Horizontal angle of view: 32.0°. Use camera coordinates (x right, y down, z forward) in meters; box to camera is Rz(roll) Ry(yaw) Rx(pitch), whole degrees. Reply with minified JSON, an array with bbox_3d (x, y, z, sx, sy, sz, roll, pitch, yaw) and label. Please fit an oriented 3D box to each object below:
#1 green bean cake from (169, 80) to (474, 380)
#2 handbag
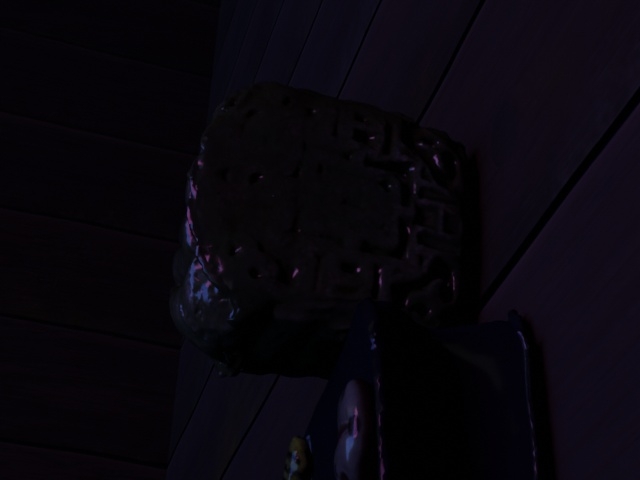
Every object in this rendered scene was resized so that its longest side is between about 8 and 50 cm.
[{"bbox_3d":[0.000,0.000,0.865,0.125,0.227,0.222,122,157,-60],"label":"green bean cake"},{"bbox_3d":[0.035,0.237,0.751,0.329,0.122,0.303,116,161,-50],"label":"handbag"}]
